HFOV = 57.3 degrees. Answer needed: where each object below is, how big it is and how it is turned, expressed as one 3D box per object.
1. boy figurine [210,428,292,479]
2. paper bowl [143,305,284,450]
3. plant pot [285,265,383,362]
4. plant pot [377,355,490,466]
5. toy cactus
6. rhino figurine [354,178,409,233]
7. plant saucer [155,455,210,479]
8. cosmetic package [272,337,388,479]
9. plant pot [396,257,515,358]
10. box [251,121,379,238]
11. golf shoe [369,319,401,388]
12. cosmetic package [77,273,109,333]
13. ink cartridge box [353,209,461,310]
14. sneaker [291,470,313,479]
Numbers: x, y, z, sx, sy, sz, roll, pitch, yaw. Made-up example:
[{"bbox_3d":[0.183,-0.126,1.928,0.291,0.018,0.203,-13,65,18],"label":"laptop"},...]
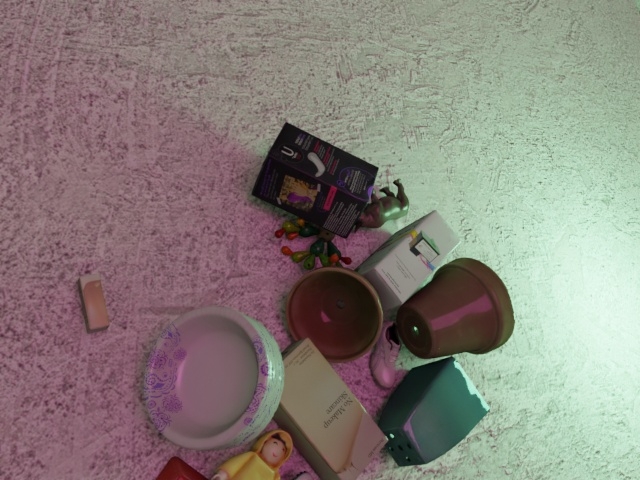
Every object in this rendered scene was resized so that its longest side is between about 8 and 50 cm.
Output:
[{"bbox_3d":[-0.139,0.521,1.223,0.177,0.092,0.285,43,44,-3],"label":"boy figurine"},{"bbox_3d":[-0.210,0.288,1.221,0.148,0.284,0.284,43,44,-61],"label":"paper bowl"},{"bbox_3d":[0.041,0.169,1.435,0.237,0.237,0.110,53,17,-2],"label":"plant pot"},{"bbox_3d":[0.257,0.432,1.436,0.234,0.166,0.165,-34,90,-39],"label":"plant pot"},{"bbox_3d":[0.000,0.000,1.520,0.219,0.112,0.180,33,50,-3],"label":"toy cactus"},{"bbox_3d":[0.152,-0.088,1.637,0.243,0.073,0.106,-23,81,-30],"label":"rhino figurine"},{"bbox_3d":[-0.270,0.620,1.179,0.258,0.048,0.259,41,60,-9],"label":"plant saucer"},{"bbox_3d":[-0.007,0.399,1.358,0.160,0.113,0.309,-41,93,-33],"label":"cosmetic package"},{"bbox_3d":[0.326,0.197,1.519,0.229,0.263,0.263,-18,81,-28],"label":"plant pot"},{"bbox_3d":[-0.012,-0.151,1.483,0.270,0.143,0.165,26,43,-5],"label":"box"},{"bbox_3d":[0.173,0.291,1.505,0.069,0.086,0.176,4,72,-28],"label":"golf shoe"},{"bbox_3d":[-0.480,0.133,1.235,0.041,0.060,0.115,-10,79,-30],"label":"cosmetic package"},{"bbox_3d":[0.205,0.062,1.534,0.278,0.201,0.117,-40,93,-32],"label":"ink cartridge box"},{"bbox_3d":[-0.063,0.619,1.255,0.085,0.086,0.237,52,55,-47],"label":"sneaker"}]
